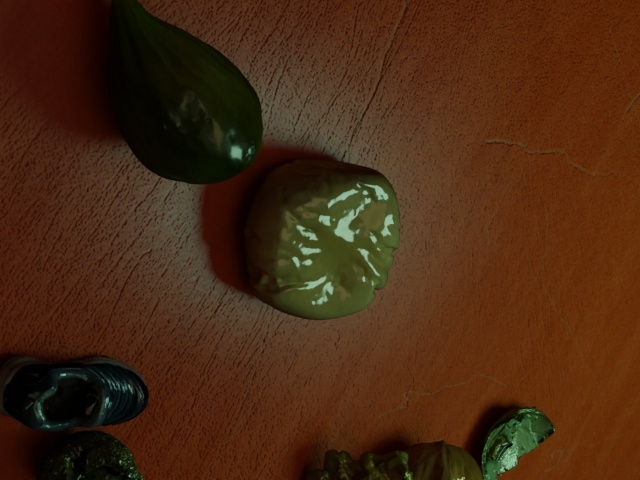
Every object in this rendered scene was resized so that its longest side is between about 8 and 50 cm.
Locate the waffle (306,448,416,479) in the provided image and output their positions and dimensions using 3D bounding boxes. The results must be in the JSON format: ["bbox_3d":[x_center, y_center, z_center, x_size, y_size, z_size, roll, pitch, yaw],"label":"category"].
[{"bbox_3d":[0.087,0.423,2.001,0.051,0.291,0.291,-56,153,-73],"label":"waffle"}]

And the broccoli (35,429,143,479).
[{"bbox_3d":[-0.279,0.288,1.706,0.130,0.120,0.131,5,144,-19],"label":"broccoli"}]

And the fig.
[{"bbox_3d":[-0.174,-0.160,1.616,0.233,0.167,0.167,31,84,-19],"label":"fig"}]

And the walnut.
[{"bbox_3d":[0.164,0.394,2.089,0.159,0.159,0.207,0,106,-40],"label":"walnut"}]

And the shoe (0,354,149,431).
[{"bbox_3d":[-0.286,0.191,1.677,0.207,0.106,0.091,9,101,-47],"label":"shoe"}]

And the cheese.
[{"bbox_3d":[0.000,0.000,1.846,0.226,0.117,0.214,-7,113,-32],"label":"cheese"}]

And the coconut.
[{"bbox_3d":[0.300,0.321,2.239,0.158,0.055,0.133,-33,122,-29],"label":"coconut"}]
